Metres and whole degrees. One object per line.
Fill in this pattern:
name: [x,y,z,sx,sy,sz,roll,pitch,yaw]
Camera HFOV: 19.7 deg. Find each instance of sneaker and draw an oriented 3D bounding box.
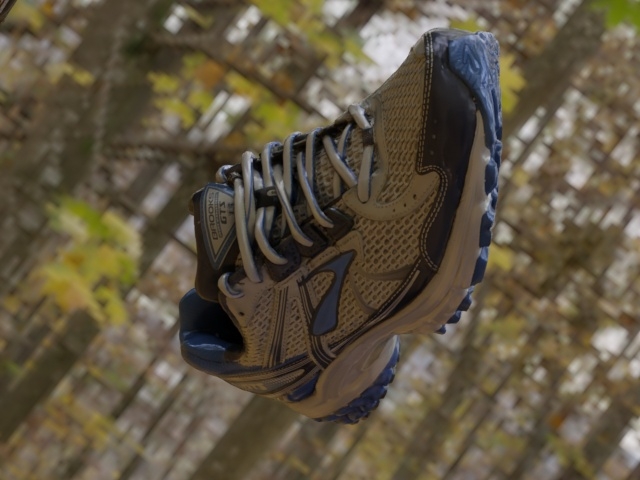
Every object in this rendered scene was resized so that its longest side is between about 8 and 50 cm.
sneaker: [0.000,0.000,0.414,0.058,0.052,0.135,12,-37,-13]

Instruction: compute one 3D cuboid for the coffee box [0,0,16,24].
coffee box: [-0.122,-0.210,0.567,0.119,0.297,0.168,-19,71,-44]
